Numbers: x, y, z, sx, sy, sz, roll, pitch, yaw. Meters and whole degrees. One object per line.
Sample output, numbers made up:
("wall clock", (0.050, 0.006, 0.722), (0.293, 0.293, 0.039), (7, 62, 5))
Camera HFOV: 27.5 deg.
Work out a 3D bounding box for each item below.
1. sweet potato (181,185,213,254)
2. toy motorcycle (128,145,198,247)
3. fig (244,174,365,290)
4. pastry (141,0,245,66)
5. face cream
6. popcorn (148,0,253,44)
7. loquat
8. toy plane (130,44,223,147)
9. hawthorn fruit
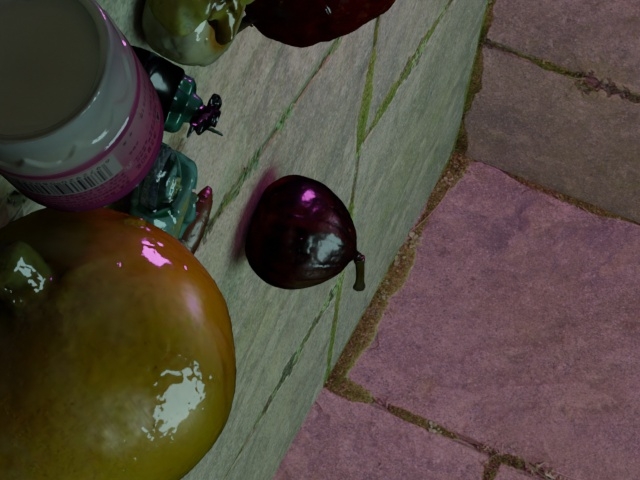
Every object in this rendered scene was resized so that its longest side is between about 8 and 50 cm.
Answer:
("sweet potato", (-0.222, 0.035, 1.913), (0.264, 0.057, 0.057), (-64, 167, -10))
("toy motorcycle", (-0.225, -0.011, 1.744), (0.198, 0.109, 0.296), (-65, 171, -64))
("fig", (-0.002, 0.000, 2.329), (0.186, 0.250, 0.203), (-161, -93, -78))
("pastry", (-0.150, -0.284, 1.571), (0.156, 0.092, 0.156), (21, 90, -81))
("face cream", (-0.248, -0.133, 1.215), (0.195, 0.175, 0.175), (73, 41, -74))
("popcorn", (-0.111, -0.340, 1.385), (0.233, 0.192, 0.265), (19, 73, -68))
("loquat", (-0.252, 0.108, 1.314), (0.328, 0.328, 0.359), (-61, 152, -28))
("toy plane", (-0.185, -0.162, 1.512), (0.382, 0.155, 0.106), (176, -63, -85))
("hawthorn fruit", (-0.033, -0.352, 1.744), (0.266, 0.210, 0.230), (-33, -169, -1))
